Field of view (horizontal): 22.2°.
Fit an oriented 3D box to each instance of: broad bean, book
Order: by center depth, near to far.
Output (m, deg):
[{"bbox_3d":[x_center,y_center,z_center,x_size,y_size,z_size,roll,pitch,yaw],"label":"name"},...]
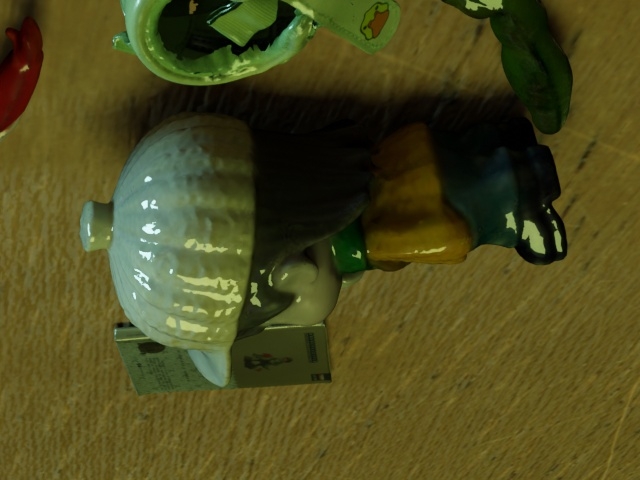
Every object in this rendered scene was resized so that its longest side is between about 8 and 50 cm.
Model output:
[{"bbox_3d":[0.133,-0.135,1.098,0.061,0.046,0.195,-8,148,35],"label":"broad bean"},{"bbox_3d":[-0.091,0.111,1.563,0.199,0.016,0.138,-4,152,1],"label":"book"}]

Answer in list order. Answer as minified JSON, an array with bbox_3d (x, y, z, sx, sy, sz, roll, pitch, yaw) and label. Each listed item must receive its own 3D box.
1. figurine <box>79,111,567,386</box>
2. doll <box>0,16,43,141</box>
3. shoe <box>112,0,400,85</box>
[{"bbox_3d":[0.000,-0.028,1.187,0.332,0.185,0.204,-24,116,3],"label":"figurine"},{"bbox_3d":[-0.281,-0.104,1.083,0.188,0.099,0.384,4,144,-10],"label":"doll"},{"bbox_3d":[-0.015,-0.176,0.954,0.262,0.128,0.140,-19,161,32],"label":"shoe"}]
